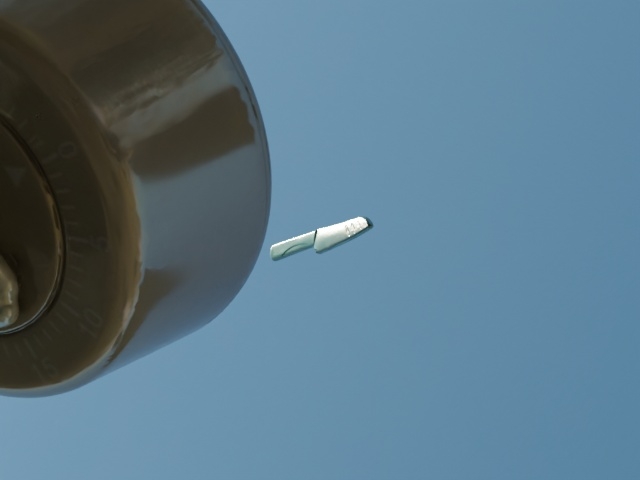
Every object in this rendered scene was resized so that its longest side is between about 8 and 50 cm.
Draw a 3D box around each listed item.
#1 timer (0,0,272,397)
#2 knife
[{"bbox_3d":[-0.154,0.012,0.543,0.175,0.266,0.175,14,-58,25],"label":"timer"},{"bbox_3d":[0.000,0.000,0.872,0.091,0.005,0.014,-19,-119,53],"label":"knife"}]
